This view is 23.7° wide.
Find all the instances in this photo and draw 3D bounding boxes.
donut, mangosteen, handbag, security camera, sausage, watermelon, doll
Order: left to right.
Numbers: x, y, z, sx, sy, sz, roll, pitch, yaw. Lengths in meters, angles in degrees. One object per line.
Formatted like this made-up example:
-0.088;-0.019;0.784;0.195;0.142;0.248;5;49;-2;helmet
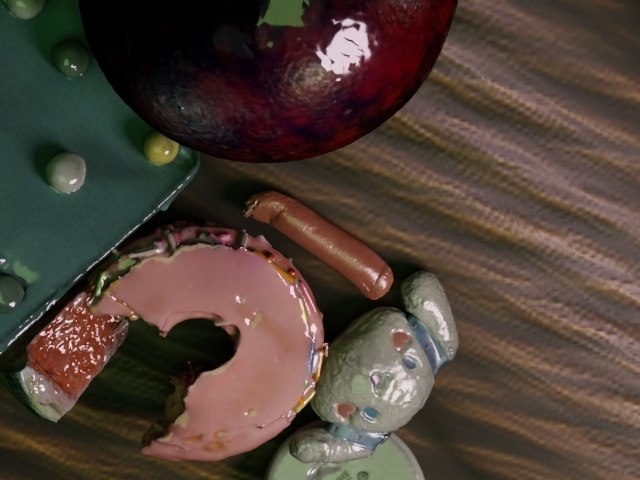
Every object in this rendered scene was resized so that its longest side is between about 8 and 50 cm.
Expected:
-0.262;-0.080;1.257;0.274;0.100;0.269;-41;97;-22;handbag
-0.245;0.097;1.418;0.121;0.158;0.098;-4;134;45;watermelon
-0.097;0.083;1.387;0.199;0.085;0.233;-16;111;-2;donut
-0.057;-0.221;1.168;0.306;0.306;0.359;-38;147;10;mangosteen
-0.027;0.298;1.472;0.157;0.080;0.301;44;90;2;security camera
0.000;0.000;1.396;0.158;0.036;0.042;32;69;-11;sausage
0.052;0.125;1.417;0.103;0.071;0.214;38;89;-15;doll
